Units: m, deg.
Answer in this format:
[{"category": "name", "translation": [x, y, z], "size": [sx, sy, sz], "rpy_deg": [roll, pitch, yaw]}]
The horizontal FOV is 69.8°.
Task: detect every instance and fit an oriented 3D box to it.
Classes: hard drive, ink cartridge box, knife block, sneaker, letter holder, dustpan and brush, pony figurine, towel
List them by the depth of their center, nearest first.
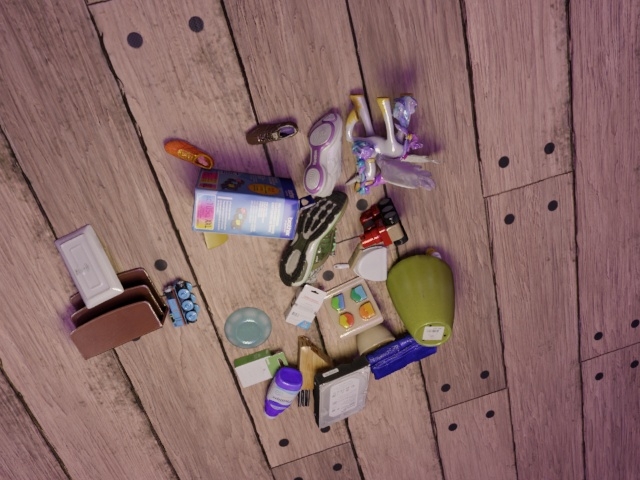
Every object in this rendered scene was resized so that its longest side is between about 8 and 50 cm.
[{"category": "ink cartridge box", "translation": [-0.224, -0.127, 1.572], "size": [0.395, 0.270, 0.151], "rpy_deg": [7, 112, -13]}, {"category": "sneaker", "translation": [-0.448, -0.297, 1.577], "size": [0.175, 0.067, 0.064], "rpy_deg": [17, 107, -15]}, {"category": "sneaker", "translation": [-0.169, -0.376, 1.599], "size": [0.188, 0.071, 0.066], "rpy_deg": [-17, 112, -5]}, {"category": "pony figurine", "translation": [0.247, -0.325, 1.621], "size": [0.351, 0.303, 0.363], "rpy_deg": [6, 116, 21]}, {"category": "sneaker", "translation": [0.022, -0.304, 1.657], "size": [0.152, 0.114, 0.305], "rpy_deg": [12, 93, -60]}, {"category": "letter holder", "translation": [-0.752, 0.257, 1.675], "size": [0.302, 0.152, 0.214], "rpy_deg": [-23, 110, -2]}, {"category": "sneaker", "translation": [0.000, 0.000, 1.761], "size": [0.182, 0.158, 0.410], "rpy_deg": [19, 105, -49]}, {"category": "dustpan and brush", "translation": [0.160, 0.100, 1.851], "size": [0.211, 0.060, 0.147], "rpy_deg": [-7, 108, -16]}, {"category": "ink cartridge box", "translation": [-0.060, 0.257, 1.855], "size": [0.104, 0.060, 0.180], "rpy_deg": [25, 103, -18]}, {"category": "ink cartridge box", "translation": [-0.243, 0.523, 1.915], "size": [0.209, 0.062, 0.109], "rpy_deg": [-18, 112, -4]}, {"category": "hard drive", "translation": [0.088, 0.647, 1.940], "size": [0.237, 0.064, 0.339], "rpy_deg": [-16, 133, -20]}, {"category": "knife block", "translation": [-0.067, 0.573, 1.953], "size": [0.242, 0.088, 0.276], "rpy_deg": [-43, 112, 5]}, {"category": "towel", "translation": [0.355, 0.497, 1.971], "size": [0.308, 0.076, 0.228], "rpy_deg": [-25, 140, 0]}]

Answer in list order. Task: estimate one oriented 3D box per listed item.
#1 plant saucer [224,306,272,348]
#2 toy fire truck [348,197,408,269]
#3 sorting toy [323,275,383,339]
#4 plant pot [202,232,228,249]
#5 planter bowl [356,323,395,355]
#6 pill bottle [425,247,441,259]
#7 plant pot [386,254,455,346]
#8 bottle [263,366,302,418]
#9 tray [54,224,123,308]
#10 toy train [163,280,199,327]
[{"category": "plant saucer", "translation": [-0.293, 0.365, 1.863], "size": [0.195, 0.037, 0.195], "rpy_deg": [-3, 110, -9]}, {"category": "toy fire truck", "translation": [0.192, -0.019, 1.730], "size": [0.246, 0.217, 0.158], "rpy_deg": [-23, 113, 10]}, {"category": "sorting toy", "translation": [0.129, 0.274, 1.864], "size": [0.193, 0.038, 0.208], "rpy_deg": [-25, 81, -2]}, {"category": "plant pot", "translation": [-0.386, -0.022, 1.684], "size": [0.083, 0.081, 0.081], "rpy_deg": [-13, 112, -17]}, {"category": "planter bowl", "translation": [0.215, 0.397, 1.916], "size": [0.162, 0.109, 0.162], "rpy_deg": [-22, 157, -10]}, {"category": "pill bottle", "translation": [0.462, 0.062, 1.873], "size": [0.043, 0.083, 0.043], "rpy_deg": [-4, 110, -10]}, {"category": "plant pot", "translation": [0.406, 0.253, 1.778], "size": [0.274, 0.293, 0.275], "rpy_deg": [0, 127, 1]}, {"category": "bottle", "translation": [-0.168, 0.647, 1.922], "size": [0.118, 0.092, 0.283], "rpy_deg": [18, 126, -12]}, {"category": "tray", "translation": [-0.820, 0.093, 1.615], "size": [0.145, 0.030, 0.270], "rpy_deg": [-26, 91, 0]}, {"category": "toy train", "translation": [-0.532, 0.241, 1.751], "size": [0.105, 0.080, 0.184], "rpy_deg": [-13, 112, 0]}]
